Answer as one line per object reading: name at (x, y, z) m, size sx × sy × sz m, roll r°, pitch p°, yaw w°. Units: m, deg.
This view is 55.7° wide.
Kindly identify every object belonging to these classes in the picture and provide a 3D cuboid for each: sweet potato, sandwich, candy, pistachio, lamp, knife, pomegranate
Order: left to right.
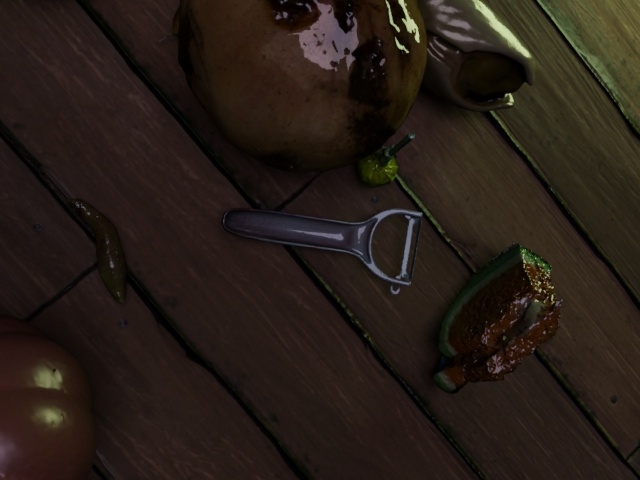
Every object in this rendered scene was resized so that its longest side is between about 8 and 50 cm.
lamp at (-0.375, 0.235, 0.650) m, size 0.305 × 0.239 × 0.305 m, roll -11°, pitch 57°, yaw 17°
sweet potato at (-0.281, 0.009, 0.791) m, size 0.041 × 0.038 × 0.153 m, roll -23°, pitch 89°, yaw -36°
pomegranate at (-0.022, -0.243, 0.750) m, size 0.322 × 0.322 × 0.322 m, roll 1°, pitch 86°, yaw -13°
knife at (-0.001, 0.000, 0.846) m, size 0.278 × 0.053 × 0.123 m, roll 9°, pitch 88°, yaw -11°
candy at (0.093, -0.112, 0.803) m, size 0.058 × 0.194 × 0.062 m, roll 37°, pitch 79°, yaw -4°
pistachio at (0.200, -0.278, 0.872) m, size 0.238 × 0.138 × 0.153 m, roll 37°, pitch 45°, yaw -9°
sandwich at (0.237, 0.112, 0.847) m, size 0.079 × 0.159 × 0.235 m, roll 42°, pitch 98°, yaw -12°

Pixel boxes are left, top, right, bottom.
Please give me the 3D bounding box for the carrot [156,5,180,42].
carrot at (-0.121, -0.376, 0.847) m, size 0.078 × 0.078 × 0.298 m, roll 41°, pitch 84°, yaw -7°
